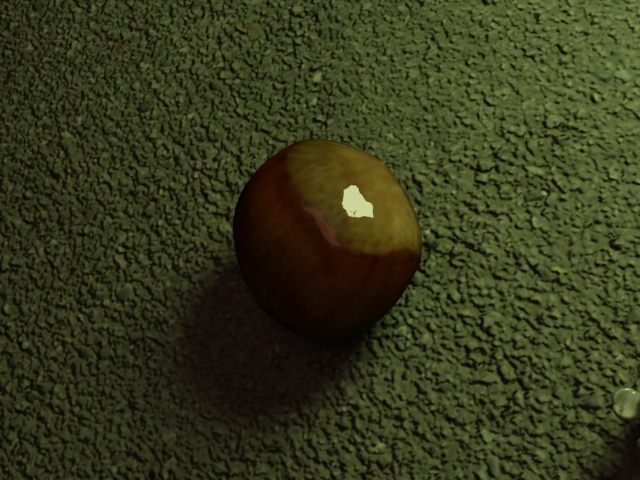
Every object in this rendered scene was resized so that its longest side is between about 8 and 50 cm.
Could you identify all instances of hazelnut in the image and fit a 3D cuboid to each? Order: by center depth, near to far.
[{"bbox_3d":[0.000,0.000,1.038,0.214,0.176,0.215,-14,70,42],"label":"hazelnut"}]

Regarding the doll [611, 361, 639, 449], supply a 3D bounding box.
[{"bbox_3d":[0.454,0.157,0.875,0.383,0.099,0.189,1,67,14],"label":"doll"}]
